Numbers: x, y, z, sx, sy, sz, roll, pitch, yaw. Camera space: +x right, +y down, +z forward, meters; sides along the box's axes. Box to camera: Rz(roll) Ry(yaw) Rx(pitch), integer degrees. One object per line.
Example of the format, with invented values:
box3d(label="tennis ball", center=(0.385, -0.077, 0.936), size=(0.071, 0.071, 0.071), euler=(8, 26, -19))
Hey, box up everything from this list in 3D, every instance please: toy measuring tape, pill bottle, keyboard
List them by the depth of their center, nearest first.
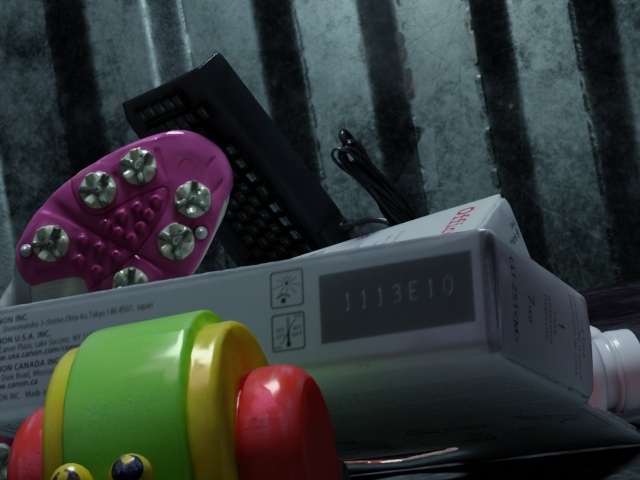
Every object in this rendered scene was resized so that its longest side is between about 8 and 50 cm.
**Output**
box3d(label="toy measuring tape", center=(-0.039, 0.082, 0.626), size=(0.121, 0.121, 0.330), euler=(-10, -1, 11))
box3d(label="pill bottle", center=(0.126, 0.084, 0.903), size=(0.116, 0.065, 0.065), euler=(-9, -1, -9))
box3d(label="keyboard", center=(0.000, 0.000, 1.153), size=(0.201, 0.317, 0.033), euler=(-20, 25, 45))

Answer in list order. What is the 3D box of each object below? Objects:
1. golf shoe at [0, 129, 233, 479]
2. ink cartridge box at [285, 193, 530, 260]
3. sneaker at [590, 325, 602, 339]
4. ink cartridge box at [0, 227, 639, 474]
box3d(label="golf shoe", center=(-0.174, 0.047, 1.144), size=(0.306, 0.115, 0.140), euler=(-49, -5, 1))
box3d(label="ink cartridge box", center=(0.027, 0.059, 1.038), size=(0.212, 0.093, 0.154), euler=(-20, 12, 26))
box3d(label="sneaker", center=(0.123, 0.097, 1.055), size=(0.152, 0.054, 0.061), euler=(-18, 5, 0))
box3d(label="ink cartridge box", center=(0.003, 0.071, 0.787), size=(0.275, 0.060, 0.239), euler=(-10, -18, 25))
